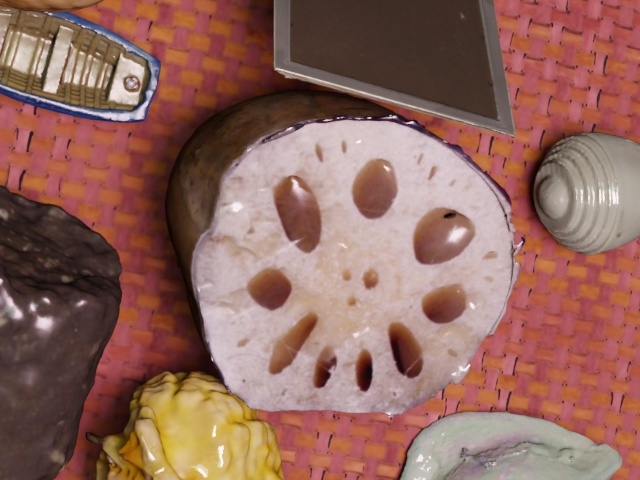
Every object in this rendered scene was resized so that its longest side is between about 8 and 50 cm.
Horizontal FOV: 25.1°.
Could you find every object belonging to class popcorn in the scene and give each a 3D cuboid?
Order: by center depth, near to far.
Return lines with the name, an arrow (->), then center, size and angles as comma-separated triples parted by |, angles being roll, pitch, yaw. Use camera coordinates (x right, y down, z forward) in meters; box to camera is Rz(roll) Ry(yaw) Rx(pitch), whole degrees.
popcorn -> -0.106, 0.188, 1.118 | 0.170, 0.180, 0.180 | 8, 90, -20

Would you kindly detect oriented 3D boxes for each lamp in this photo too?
lamp -> 0.274, -0.043, 1.250 | 0.193, 0.106, 0.106 | -4, 93, -24

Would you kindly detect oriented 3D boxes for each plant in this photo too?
plant -> -0.268, 0.105, 1.064 | 0.199, 0.188, 0.276 | 22, 106, -20

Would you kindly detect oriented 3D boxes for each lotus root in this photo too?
lotus root -> 0.000, 0.000, 1.132 | 0.272, 0.192, 0.272 | -8, 112, -21

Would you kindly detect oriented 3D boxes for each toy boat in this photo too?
toy boat -> -0.241, -0.151, 1.132 | 0.229, 0.046, 0.080 | 16, 89, -15

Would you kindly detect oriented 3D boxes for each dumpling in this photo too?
dumpling -> 0.152, 0.221, 1.219 | 0.216, 0.105, 0.149 | -36, 100, -11

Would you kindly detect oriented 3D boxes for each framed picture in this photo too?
framed picture -> 0.052, -0.187, 1.142 | 0.197, 0.014, 0.252 | 14, 44, -15

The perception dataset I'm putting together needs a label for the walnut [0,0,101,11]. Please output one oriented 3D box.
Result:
walnut -> -0.226, -0.277, 1.050 | 0.261, 0.225, 0.225 | 29, 84, -13
